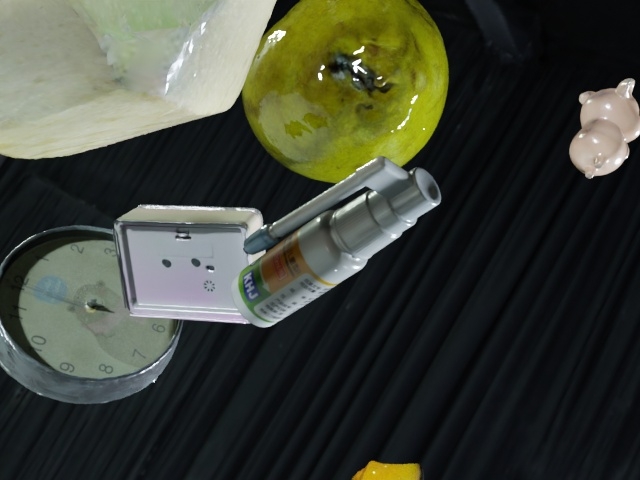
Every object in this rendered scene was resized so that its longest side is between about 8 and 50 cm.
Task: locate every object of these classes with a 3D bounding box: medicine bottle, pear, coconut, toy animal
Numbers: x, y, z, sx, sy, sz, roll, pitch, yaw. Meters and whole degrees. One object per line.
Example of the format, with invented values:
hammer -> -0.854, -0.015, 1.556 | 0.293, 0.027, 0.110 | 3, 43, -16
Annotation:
medicine bottle -> 0.000, 0.000, 0.705 | 0.092, 0.061, 0.221 | 28, -48, -36
pear -> 0.044, -0.258, 1.345 | 0.352, 0.352, 0.413 | 35, 8, -20
coconut -> -0.130, -0.170, 0.452 | 0.259, 0.259, 0.259 | 31, -9, 6
toy animal -> 0.358, -0.138, 1.010 | 0.084, 0.150, 0.089 | -1, -37, 32

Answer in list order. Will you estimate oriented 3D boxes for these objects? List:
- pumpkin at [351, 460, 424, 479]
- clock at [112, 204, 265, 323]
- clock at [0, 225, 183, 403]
pumpkin -> 0.015, 0.122, 0.292 | 0.035, 0.073, 0.101 | 8, -30, 5
clock -> -0.174, 0.032, 1.093 | 0.192, 0.146, 0.071 | 2, 21, 15
clock -> -0.334, 0.097, 1.153 | 0.281, 0.280, 0.055 | 32, -45, -1
